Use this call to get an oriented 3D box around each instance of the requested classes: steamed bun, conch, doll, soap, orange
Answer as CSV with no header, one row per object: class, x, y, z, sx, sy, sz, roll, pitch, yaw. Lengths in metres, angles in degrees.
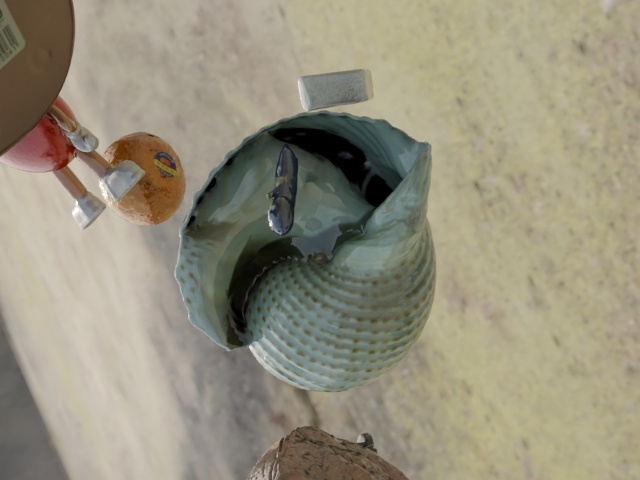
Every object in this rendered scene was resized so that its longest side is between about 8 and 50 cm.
steamed bun,0.008,0.226,1.203,0.145,0.106,0.175,34,-176,-1
conch,-0.003,-0.001,1.572,0.303,0.319,0.215,27,-171,-10
doll,-0.037,-0.053,1.422,0.125,0.027,0.037,-86,-11,-48
soap,0.030,-0.270,2.505,0.183,0.121,0.063,-55,-42,-81
orange,-0.254,-0.085,1.988,0.117,0.135,0.135,-32,80,42
doll,-0.292,-0.107,1.427,0.217,0.085,0.183,37,150,-15

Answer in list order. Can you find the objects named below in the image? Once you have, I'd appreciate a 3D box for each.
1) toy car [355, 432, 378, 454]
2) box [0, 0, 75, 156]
toy car,0.007,0.280,1.724,0.165,0.071,0.062,-25,78,55
box,-0.364,-0.196,1.198,0.216,0.301,0.301,21,141,30
